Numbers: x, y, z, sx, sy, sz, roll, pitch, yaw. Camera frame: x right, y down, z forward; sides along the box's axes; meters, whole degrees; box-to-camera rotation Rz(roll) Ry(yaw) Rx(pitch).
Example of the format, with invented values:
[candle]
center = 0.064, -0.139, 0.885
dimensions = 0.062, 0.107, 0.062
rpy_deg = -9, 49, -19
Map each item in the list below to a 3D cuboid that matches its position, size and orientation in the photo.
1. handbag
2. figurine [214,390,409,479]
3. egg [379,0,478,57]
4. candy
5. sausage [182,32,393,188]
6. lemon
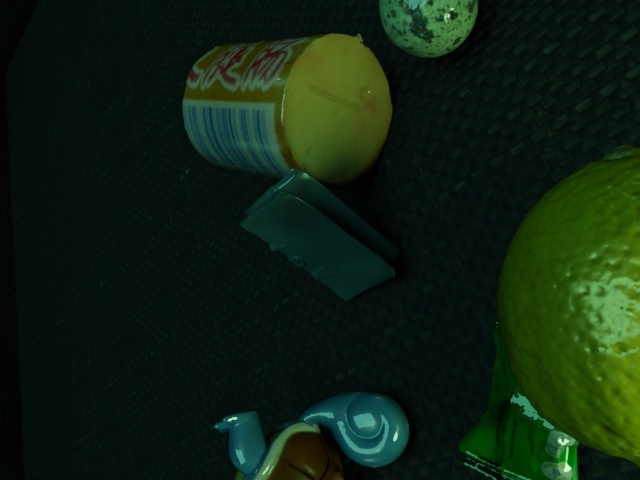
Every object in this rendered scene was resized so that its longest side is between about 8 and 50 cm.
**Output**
[handbag]
center = 0.000, 0.000, 0.825
dimensions = 0.144, 0.221, 0.057
rpy_deg = -36, 26, 44
[figurine]
center = -0.047, 0.390, 0.813
dimensions = 0.243, 0.298, 0.416
rpy_deg = 24, 81, 25
[egg]
center = 0.147, -0.335, 0.770
dimensions = 0.132, 0.132, 0.172
rpy_deg = -51, 40, 28
[candy]
center = 0.243, 0.202, 0.638
dimensions = 0.141, 0.078, 0.203
rpy_deg = 20, 104, 46
[sausage]
center = -0.064, -0.213, 0.901
dimensions = 0.287, 0.233, 0.232
rpy_deg = 17, 96, 47
[lemon]
center = 0.288, 0.060, 0.493
dimensions = 0.267, 0.268, 0.267
rpy_deg = -8, 79, 45
